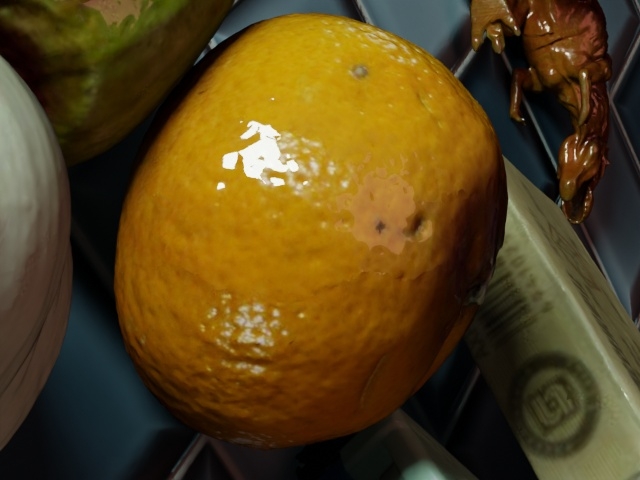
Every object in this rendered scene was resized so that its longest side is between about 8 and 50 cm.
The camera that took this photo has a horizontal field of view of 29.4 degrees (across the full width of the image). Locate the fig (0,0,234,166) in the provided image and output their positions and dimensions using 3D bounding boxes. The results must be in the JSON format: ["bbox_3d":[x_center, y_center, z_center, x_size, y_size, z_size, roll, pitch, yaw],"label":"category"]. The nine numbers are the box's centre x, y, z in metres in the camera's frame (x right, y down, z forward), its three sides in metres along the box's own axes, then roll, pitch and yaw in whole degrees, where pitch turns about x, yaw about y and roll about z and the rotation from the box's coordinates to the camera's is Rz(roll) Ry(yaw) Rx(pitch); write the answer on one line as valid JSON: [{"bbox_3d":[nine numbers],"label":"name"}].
[{"bbox_3d":[-0.111,-0.119,0.536,0.166,0.154,0.144,-26,148,-20],"label":"fig"}]

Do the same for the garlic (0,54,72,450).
[{"bbox_3d":[-0.144,0.008,0.385,0.143,0.229,0.178,-25,93,-9],"label":"garlic"}]

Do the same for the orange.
[{"bbox_3d":[0.000,0.000,0.599,0.224,0.170,0.224,16,90,-73],"label":"orange"}]

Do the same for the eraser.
[{"bbox_3d":[0.165,0.087,0.773,0.144,0.078,0.343,32,26,-44],"label":"eraser"}]

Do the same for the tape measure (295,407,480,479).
[{"bbox_3d":[0.135,0.242,0.657,0.351,0.098,0.215,41,3,-15],"label":"tape measure"}]

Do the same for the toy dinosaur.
[{"bbox_3d":[0.184,-0.229,1.012,0.208,0.097,0.432,0,83,-68],"label":"toy dinosaur"}]
